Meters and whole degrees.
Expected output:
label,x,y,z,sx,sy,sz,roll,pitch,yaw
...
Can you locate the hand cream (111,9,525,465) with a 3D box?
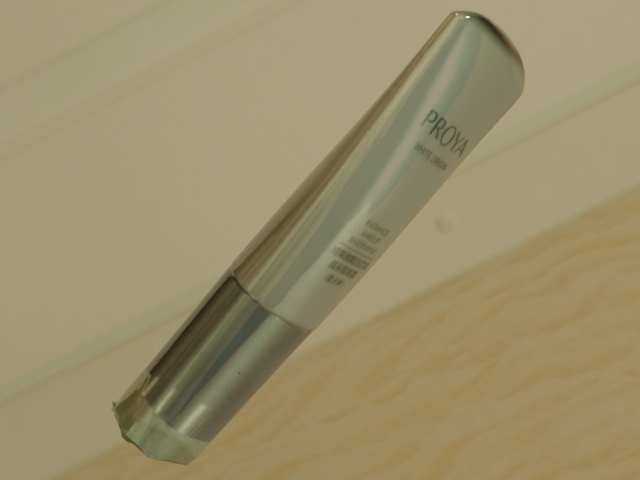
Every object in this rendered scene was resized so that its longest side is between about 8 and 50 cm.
label,x,y,z,sx,sy,sz,roll,pitch,yaw
hand cream,0.000,0.000,0.625,0.048,0.255,0.079,47,10,28
